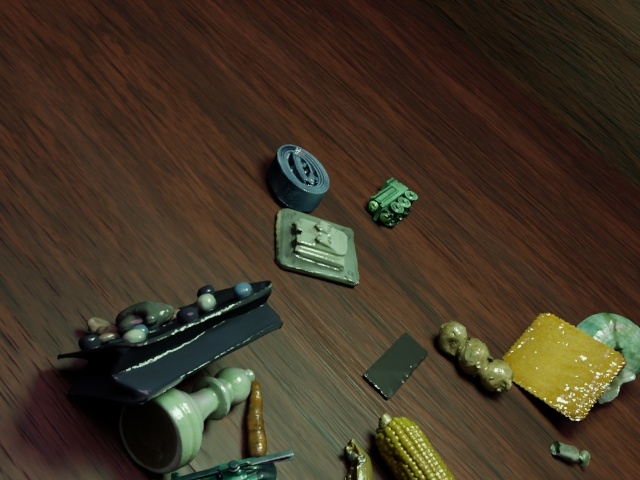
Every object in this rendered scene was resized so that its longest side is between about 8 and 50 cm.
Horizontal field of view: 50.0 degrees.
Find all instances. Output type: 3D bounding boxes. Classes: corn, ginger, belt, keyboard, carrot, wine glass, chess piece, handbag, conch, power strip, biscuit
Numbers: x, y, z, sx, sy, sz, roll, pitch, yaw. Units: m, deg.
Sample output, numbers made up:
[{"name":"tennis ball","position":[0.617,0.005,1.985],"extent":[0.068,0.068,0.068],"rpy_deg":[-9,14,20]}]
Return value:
[{"name":"corn","position":[0.189,0.434,1.276],"extent":[0.097,0.097,0.261],"rpy_deg":[-14,59,-43]},{"name":"ginger","position":[0.354,0.267,1.582],"extent":[0.204,0.080,0.104],"rpy_deg":[39,24,3]},{"name":"belt","position":[-0.058,-0.159,1.737],"extent":[0.141,0.082,0.190],"rpy_deg":[8,42,-33]},{"name":"keyboard","position":[0.167,0.270,1.498],"extent":[0.074,0.015,0.196],"rpy_deg":[40,38,14]},{"name":"carrot","position":[-0.117,0.320,1.228],"extent":[0.036,0.035,0.165],"rpy_deg":[15,40,-23]},{"name":"wine glass","position":[0.559,0.476,1.541],"extent":[0.083,0.039,0.042],"rpy_deg":[22,45,-9]},{"name":"chess piece","position":[-0.197,0.273,1.164],"extent":[0.139,0.139,0.272],"rpy_deg":[45,29,14]},{"name":"handbag","position":[-0.256,0.155,1.157],"extent":[0.326,0.269,0.118],"rpy_deg":[-21,99,-46]},{"name":"conch","position":[0.735,0.295,1.761],"extent":[0.277,0.195,0.220],"rpy_deg":[6,75,-62]},{"name":"power strip","position":[0.000,0.000,1.625],"extent":[0.213,0.064,0.198],"rpy_deg":[16,42,-21]},{"name":"biscuit","position":[0.579,0.297,1.656],"extent":[0.237,0.013,0.232],"rpy_deg":[32,60,33]}]

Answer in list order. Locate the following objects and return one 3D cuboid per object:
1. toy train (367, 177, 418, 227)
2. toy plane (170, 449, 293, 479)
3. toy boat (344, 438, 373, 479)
[{"name":"toy train","position":[0.192,-0.103,1.872],"extent":[0.111,0.071,0.170],"rpy_deg":[35,38,16]},{"name":"toy plane","position":[-0.158,0.383,1.086],"extent":[0.235,0.096,0.060],"rpy_deg":[-9,50,-19]},{"name":"toy boat","position":[0.065,0.427,1.230],"extent":[0.049,0.047,0.149],"rpy_deg":[19,41,-18]}]
